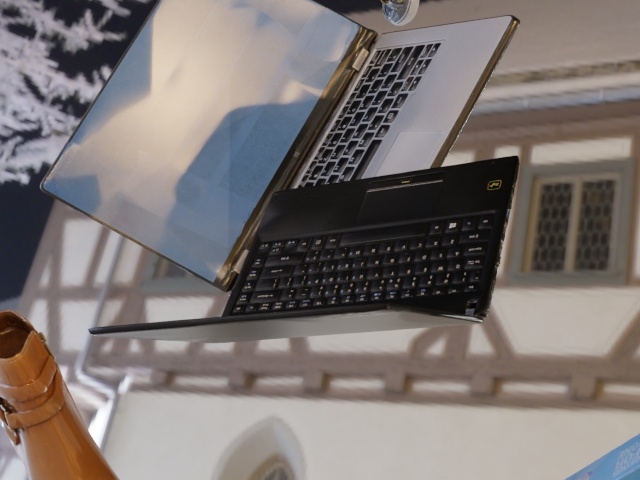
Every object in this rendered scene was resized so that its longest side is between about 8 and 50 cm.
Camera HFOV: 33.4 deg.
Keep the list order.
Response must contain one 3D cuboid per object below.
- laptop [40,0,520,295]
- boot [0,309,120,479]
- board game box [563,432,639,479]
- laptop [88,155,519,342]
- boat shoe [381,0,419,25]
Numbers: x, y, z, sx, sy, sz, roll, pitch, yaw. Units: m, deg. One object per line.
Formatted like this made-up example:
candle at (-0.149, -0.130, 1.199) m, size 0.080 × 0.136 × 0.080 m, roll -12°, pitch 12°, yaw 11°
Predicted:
laptop at (-0.061, -0.146, 1.204) m, size 0.236 × 0.382 × 0.408 m, roll 36°, pitch -14°, yaw -29°
boot at (-0.210, 0.150, 0.832) m, size 0.197 × 0.073 × 0.152 m, roll 28°, pitch -44°, yaw 49°
board game box at (0.398, 0.282, 0.925) m, size 0.316 × 0.064 × 0.242 m, roll 45°, pitch -56°, yaw -1°
laptop at (0.000, 0.000, 0.787) m, size 0.234 × 0.264 × 0.136 m, roll -6°, pitch -46°, yaw 29°
boat shoe at (0.089, -0.344, 1.424) m, size 0.083 × 0.065 × 0.183 m, roll -15°, pitch -19°, yaw -13°
